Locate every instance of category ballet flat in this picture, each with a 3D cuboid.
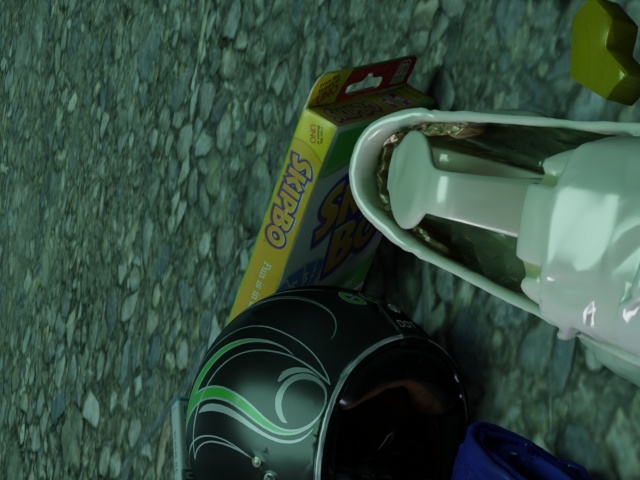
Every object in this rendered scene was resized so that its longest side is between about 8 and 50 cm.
[{"bbox_3d":[0.124,-0.004,0.712,0.400,0.139,0.139,-158,77,-66],"label":"ballet flat"}]

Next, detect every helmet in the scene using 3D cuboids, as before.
[{"bbox_3d":[-0.004,0.112,0.929,0.161,0.169,0.169,8,90,51],"label":"helmet"}]

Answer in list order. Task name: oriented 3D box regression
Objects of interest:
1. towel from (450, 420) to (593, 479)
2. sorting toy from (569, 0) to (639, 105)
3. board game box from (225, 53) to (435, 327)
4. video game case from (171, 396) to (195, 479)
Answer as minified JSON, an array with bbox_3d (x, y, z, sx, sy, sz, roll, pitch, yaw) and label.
[{"bbox_3d":[0.101,0.272,0.749,0.227,0.076,0.308,-125,46,-67],"label":"towel"},{"bbox_3d":[0.170,-0.212,0.795,0.229,0.041,0.307,-20,63,59],"label":"sorting toy"},{"bbox_3d":[0.000,0.000,1.014,0.039,0.124,0.259,31,118,25],"label":"board game box"},{"bbox_3d":[-0.043,0.193,1.040,0.015,0.119,0.166,-47,41,48],"label":"video game case"}]
